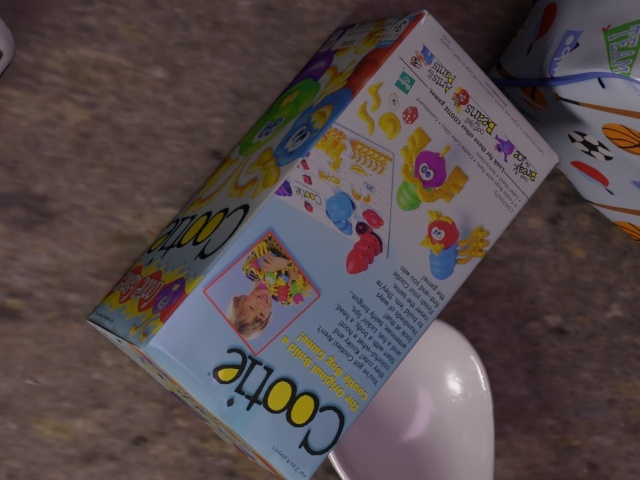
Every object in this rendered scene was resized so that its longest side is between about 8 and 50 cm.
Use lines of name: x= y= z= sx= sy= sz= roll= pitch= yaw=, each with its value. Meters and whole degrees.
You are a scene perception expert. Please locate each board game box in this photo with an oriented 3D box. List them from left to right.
board game box: x=0.000 y=0.000 z=0.855 sx=0.144 sy=0.142 sz=0.275 roll=45 pitch=76 yaw=-20

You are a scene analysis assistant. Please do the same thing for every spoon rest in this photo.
spoon rest: x=0.080 y=0.187 z=0.937 sx=0.137 sy=0.084 sz=0.276 roll=-19 pitch=102 yaw=-21

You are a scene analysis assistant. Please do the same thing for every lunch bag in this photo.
lunch bag: x=0.281 y=-0.067 z=0.918 sx=0.303 sy=0.243 sz=0.115 roll=36 pitch=80 yaw=-21

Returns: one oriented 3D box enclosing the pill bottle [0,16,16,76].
pill bottle: x=-0.281 y=-0.064 z=0.740 sx=0.117 sy=0.117 sz=0.215 roll=38 pitch=78 yaw=-21
